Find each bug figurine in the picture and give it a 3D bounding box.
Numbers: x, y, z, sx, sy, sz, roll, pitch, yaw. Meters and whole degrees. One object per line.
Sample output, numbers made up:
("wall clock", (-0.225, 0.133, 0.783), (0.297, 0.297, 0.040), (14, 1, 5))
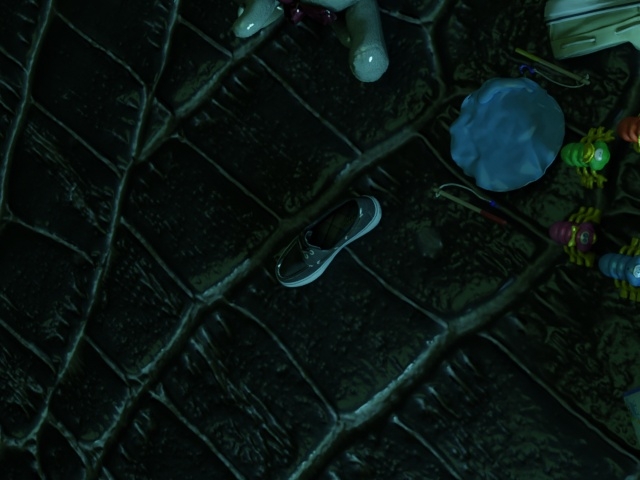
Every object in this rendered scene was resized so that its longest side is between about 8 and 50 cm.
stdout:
("bug figurine", (0.406, -0.060, 1.557), (0.216, 0.072, 0.279), (8, 90, 62))

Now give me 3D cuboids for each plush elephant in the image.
("plush elephant", (-0.053, -0.427, 1.833), (0.255, 0.272, 0.330), (-16, 47, 17))

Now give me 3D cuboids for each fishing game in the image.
("fishing game", (0.287, -0.162, 1.713), (0.189, 0.041, 0.264), (28, 91, 31))

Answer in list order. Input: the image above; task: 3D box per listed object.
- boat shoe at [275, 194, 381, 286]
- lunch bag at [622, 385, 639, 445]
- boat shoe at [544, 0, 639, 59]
("boat shoe", (0.000, 0.000, 1.853), (0.228, 0.076, 0.080), (-34, 68, 25))
("lunch bag", (0.505, 0.241, 1.491), (0.151, 0.096, 0.129), (-32, 64, 36))
("boat shoe", (0.467, -0.321, 1.591), (0.302, 0.109, 0.094), (-2, 99, 41))
